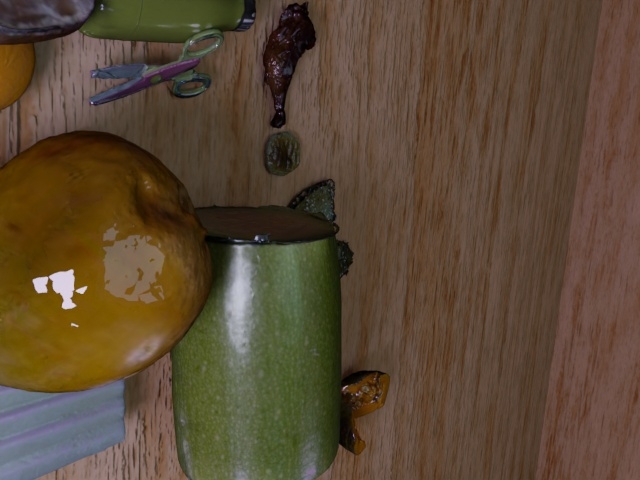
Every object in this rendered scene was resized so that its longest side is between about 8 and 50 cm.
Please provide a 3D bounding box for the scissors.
[{"bbox_3d":[-0.221,-0.224,0.777,0.187,0.133,0.020,-25,75,-32],"label":"scissors"}]

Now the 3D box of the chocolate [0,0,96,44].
[{"bbox_3d":[-0.346,-0.304,0.567,0.254,0.080,0.157,59,34,-11],"label":"chocolate"}]

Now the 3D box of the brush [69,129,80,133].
[{"bbox_3d":[-0.288,-0.006,0.792,0.042,0.039,0.299,-32,125,-37],"label":"brush"}]

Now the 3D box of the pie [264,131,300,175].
[{"bbox_3d":[-0.066,-0.153,1.019,0.084,0.020,0.084,-15,110,-46],"label":"pie"}]

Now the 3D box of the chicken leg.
[{"bbox_3d":[-0.056,-0.303,0.973,0.089,0.048,0.219,24,81,-46],"label":"chicken leg"}]

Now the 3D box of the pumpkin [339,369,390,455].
[{"bbox_3d":[0.070,0.354,1.233,0.183,0.107,0.119,-52,141,-38],"label":"pumpkin"}]

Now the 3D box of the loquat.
[{"bbox_3d":[-0.263,0.026,0.630,0.283,0.276,0.276,-19,117,-10],"label":"loquat"}]

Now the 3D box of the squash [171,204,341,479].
[{"bbox_3d":[-0.096,0.148,0.873,0.263,0.263,0.385,-14,109,-47],"label":"squash"}]

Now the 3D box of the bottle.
[{"bbox_3d":[-0.196,-0.319,0.758,0.260,0.112,0.112,-18,112,-46],"label":"bottle"}]

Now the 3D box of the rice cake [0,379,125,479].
[{"bbox_3d":[-0.341,0.209,0.729,0.198,0.037,0.189,1,94,-49],"label":"rice cake"}]

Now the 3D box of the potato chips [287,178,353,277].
[{"bbox_3d":[-0.003,-0.001,1.129,0.202,0.029,0.220,-56,132,-24],"label":"potato chips"}]

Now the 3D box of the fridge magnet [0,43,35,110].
[{"bbox_3d":[-0.379,-0.205,0.610,0.143,0.063,0.143,-13,107,-45],"label":"fridge magnet"}]
